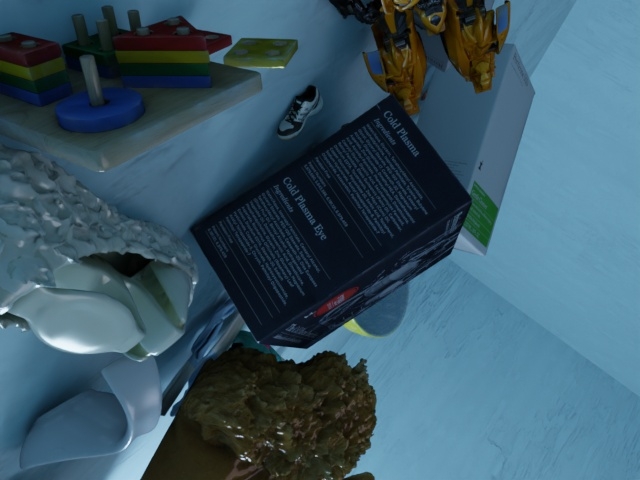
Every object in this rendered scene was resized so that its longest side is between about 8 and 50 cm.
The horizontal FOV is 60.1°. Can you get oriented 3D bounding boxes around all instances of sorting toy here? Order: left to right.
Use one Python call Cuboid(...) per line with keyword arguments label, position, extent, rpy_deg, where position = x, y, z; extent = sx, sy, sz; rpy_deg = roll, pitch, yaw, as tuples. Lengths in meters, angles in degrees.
Cuboid(label="sorting toy", position=(-0.123, -0.109, 0.345), extent=(0.274, 0.132, 0.046), rpy_deg=(-42, 142, -42))

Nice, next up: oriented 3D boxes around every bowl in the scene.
Cuboid(label="bowl", position=(0.081, 0.096, 1.374), extent=(0.156, 0.289, 0.289), rpy_deg=(-7, -160, 39))

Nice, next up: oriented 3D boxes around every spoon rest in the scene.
Cuboid(label="spoon rest", position=(-0.257, 0.208, 0.636), extent=(0.137, 0.084, 0.276), rpy_deg=(-25, 171, -47))

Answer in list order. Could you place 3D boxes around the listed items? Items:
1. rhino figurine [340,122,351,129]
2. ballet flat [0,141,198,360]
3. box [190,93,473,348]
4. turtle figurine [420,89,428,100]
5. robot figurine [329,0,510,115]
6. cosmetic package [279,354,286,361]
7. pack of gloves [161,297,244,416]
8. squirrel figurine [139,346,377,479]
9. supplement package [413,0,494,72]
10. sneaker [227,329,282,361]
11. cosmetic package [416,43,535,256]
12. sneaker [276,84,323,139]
Cuboid(label="rhino figurine", position=(0.044, -0.128, 0.935), extent=(0.106, 0.073, 0.243), rpy_deg=(-54, 166, -4))
Cuboid(label="ballet flat", position=(-0.192, 0.048, 0.485), extent=(0.147, 0.147, 0.409), rpy_deg=(-51, 166, -5))
Cuboid(label="box", position=(0.032, 0.004, 0.829), extent=(0.312, 0.179, 0.343), rpy_deg=(-35, 165, 1))
Cuboid(label="turtle figurine", position=(0.304, -0.316, 1.269), extent=(0.217, 0.087, 0.269), rpy_deg=(-52, 160, -18))
Cuboid(label="robot figurine", position=(0.126, -0.261, 0.629), extent=(0.211, 0.085, 0.291), rpy_deg=(-17, 159, 12))
Cuboid(label="cosmetic package", position=(-0.144, 0.402, 1.668), extent=(0.115, 0.060, 0.041), rpy_deg=(-58, 165, 28))
Cuboid(label="pack of gloves", position=(-0.224, 0.206, 0.998), extent=(0.232, 0.046, 0.195), rpy_deg=(-58, 168, -20))
Cuboid(label="squirrel figurine", position=(-0.060, 0.357, 0.844), extent=(0.397, 0.370, 0.281), rpy_deg=(-60, -176, 21))
Cuboid(label="supplement package", position=(0.175, -0.343, 0.761), extent=(0.105, 0.105, 0.179), rpy_deg=(-50, 165, -13))
Cuboid(label="sneaker", position=(-0.175, 0.284, 1.171), extent=(0.178, 0.124, 0.295), rpy_deg=(-49, -179, -42))
Cuboid(label="cosmetic package", position=(0.282, -0.177, 1.093), extent=(0.197, 0.155, 0.365), rpy_deg=(25, 82, -54))
Cuboid(label="sneaker", position=(-0.030, -0.165, 0.707), extent=(0.083, 0.032, 0.037), rpy_deg=(-52, 153, -21))
